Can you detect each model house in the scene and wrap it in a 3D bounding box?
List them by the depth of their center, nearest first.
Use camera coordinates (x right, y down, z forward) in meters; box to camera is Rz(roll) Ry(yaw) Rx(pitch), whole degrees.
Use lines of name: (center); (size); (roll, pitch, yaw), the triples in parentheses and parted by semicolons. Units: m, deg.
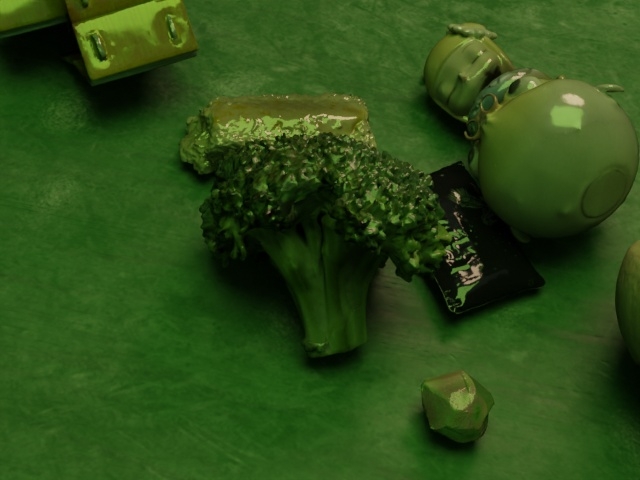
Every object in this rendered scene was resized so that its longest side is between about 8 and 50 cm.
model house: (-0.315, -0.366, 1.782); (0.300, 0.340, 0.324); (-19, 61, -18)

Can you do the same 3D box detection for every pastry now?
pastry: (-0.054, -0.139, 1.795); (0.258, 0.089, 0.121); (3, 40, -8)

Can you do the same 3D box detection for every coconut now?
coconut: (0.156, 0.189, 1.567); (0.081, 0.083, 0.082); (-10, 76, 0)

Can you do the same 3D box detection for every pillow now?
pillow: (0.174, -0.005, 1.731); (0.141, 0.055, 0.208); (-18, 59, -22)

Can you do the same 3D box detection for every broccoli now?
broccoli: (0.009, -0.018, 1.614); (0.235, 0.260, 0.288); (-42, 22, -17)

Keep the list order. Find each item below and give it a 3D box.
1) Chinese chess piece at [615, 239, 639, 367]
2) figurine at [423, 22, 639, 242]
Chinese chess piece: (0.505, 0.071, 1.560); (0.338, 0.140, 0.338); (-2, 9, 0)
figurine: (0.265, -0.153, 1.797); (0.274, 0.226, 0.394); (18, 21, -41)
